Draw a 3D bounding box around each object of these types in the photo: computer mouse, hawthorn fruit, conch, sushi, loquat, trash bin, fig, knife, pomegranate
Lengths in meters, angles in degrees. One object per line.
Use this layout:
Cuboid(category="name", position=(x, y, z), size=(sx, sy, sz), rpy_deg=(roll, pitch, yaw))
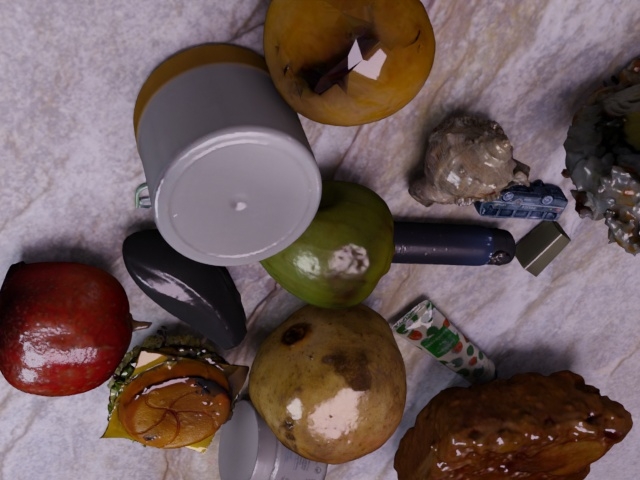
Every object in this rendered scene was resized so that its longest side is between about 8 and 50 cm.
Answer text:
Cuboid(category="computer mouse", position=(-0.195, 0.065, 1.725), size=(0.086, 0.137, 0.270), rpy_deg=(-32, 130, 22))
Cuboid(category="hawthorn fruit", position=(-0.390, 0.139, 1.688), size=(0.250, 0.215, 0.215), rpy_deg=(-4, 130, -21))
Cuboid(category="conch", position=(0.233, -0.109, 1.713), size=(0.178, 0.163, 0.245), rpy_deg=(31, 146, -18))
Cuboid(category="sushi", position=(0.554, -0.151, 1.617), size=(0.417, 0.417, 0.176), rpy_deg=(-29, 129, 7))
Cuboid(category="loquat", position=(0.035, -0.266, 1.463), size=(0.235, 0.235, 0.235), rpy_deg=(-9, 131, -11))
Cuboid(category="trash bin", position=(0.394, 0.010, 1.919), size=(0.043, 0.061, 0.092), rpy_deg=(33, 111, -35))
Cuboid(category="fig", position=(0.005, 0.003, 1.695), size=(0.230, 0.207, 0.207), rpy_deg=(12, 124, -27))
Cuboid(category="knife", position=(-0.184, -0.082, 1.689), size=(0.212, 0.015, 0.054), rpy_deg=(-5, 122, -13))
Cuboid(category="pomegranate", position=(0.020, 0.238, 1.853), size=(0.281, 0.281, 0.281), rpy_deg=(-9, 131, -11))

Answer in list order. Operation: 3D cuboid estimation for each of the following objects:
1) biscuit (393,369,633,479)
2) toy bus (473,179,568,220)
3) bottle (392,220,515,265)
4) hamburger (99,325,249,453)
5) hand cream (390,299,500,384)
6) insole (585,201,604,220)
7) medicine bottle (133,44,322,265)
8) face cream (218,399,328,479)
Cuboid(category="biscuit", position=(0.359, 0.396, 2.122), size=(0.395, 0.166, 0.342), rpy_deg=(-1, 141, -20))
Cuboid(category="toy bus", position=(0.340, -0.069, 1.846), size=(0.166, 0.047, 0.065), rpy_deg=(3, 131, -21))
Cuboid(category="bottle", position=(0.214, 0.008, 1.846), size=(0.244, 0.082, 0.072), rpy_deg=(2, 126, -19))
Cuboid(category="hamburger", position=(-0.255, 0.251, 1.860), size=(0.243, 0.138, 0.261), rpy_deg=(17, 122, -31))
Cuboid(category="hand cream", position=(0.246, 0.203, 2.038), size=(0.095, 0.059, 0.276), rpy_deg=(-41, 126, 15))
Cuboid(category="insole", position=(0.475, -0.104, 1.886), size=(0.065, 0.006, 0.193), rpy_deg=(-26, 132, 4))
Cuboid(category="medicine bottle", position=(-0.134, -0.120, 1.527), size=(0.238, 0.232, 0.238), rpy_deg=(-9, 132, -10))
Cuboid(category="face cream", position=(-0.086, 0.391, 2.006), size=(0.153, 0.177, 0.177), rpy_deg=(13, 124, -27))
